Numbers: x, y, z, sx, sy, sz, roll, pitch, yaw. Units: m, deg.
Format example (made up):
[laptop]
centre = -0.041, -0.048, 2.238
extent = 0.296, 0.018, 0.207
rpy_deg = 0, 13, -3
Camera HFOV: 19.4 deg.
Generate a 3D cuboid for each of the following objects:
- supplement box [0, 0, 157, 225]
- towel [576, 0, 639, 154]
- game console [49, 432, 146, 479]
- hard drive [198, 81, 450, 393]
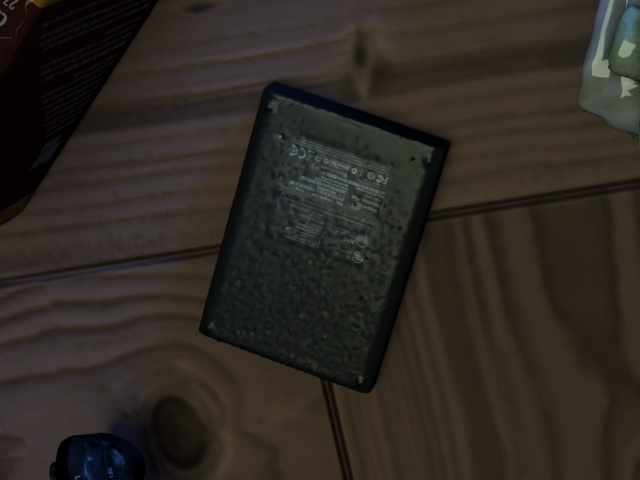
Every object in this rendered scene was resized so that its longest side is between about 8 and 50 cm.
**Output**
[supplement box]
centre = -0.179, -0.097, 0.855
extent = 0.129, 0.191, 0.194
rpy_deg = 37, 112, 2
[towel]
centre = 0.304, -0.160, 0.695
extent = 0.374, 0.090, 0.320
rpy_deg = 10, 87, 19
[game console]
centre = -0.080, 0.276, 0.950
extent = 0.044, 0.213, 0.361
rpy_deg = -11, 84, 0
[hard drive]
centre = 0.000, 0.000, 0.926
extent = 0.094, 0.022, 0.135
rpy_deg = 20, 110, 9
